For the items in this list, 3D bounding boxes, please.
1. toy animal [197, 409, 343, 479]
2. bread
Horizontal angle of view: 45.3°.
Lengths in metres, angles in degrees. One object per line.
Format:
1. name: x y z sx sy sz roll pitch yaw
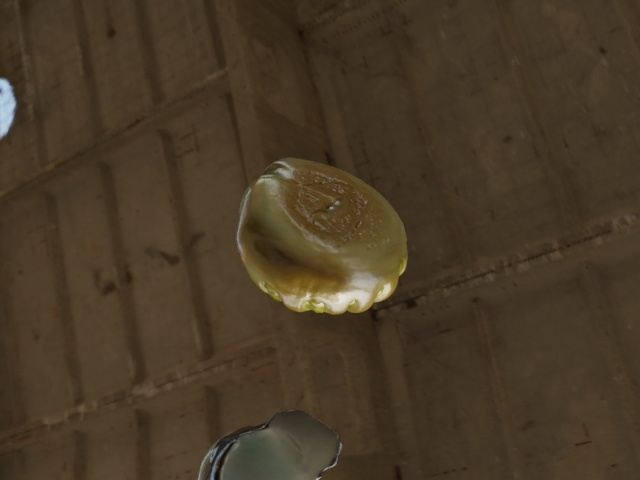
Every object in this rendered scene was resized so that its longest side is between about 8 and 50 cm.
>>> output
1. toy animal: -0.074 0.304 0.984 0.179 0.166 0.138 129 -44 -59
2. bread: 0.000 0.000 0.848 0.213 0.213 0.105 48 -50 32
